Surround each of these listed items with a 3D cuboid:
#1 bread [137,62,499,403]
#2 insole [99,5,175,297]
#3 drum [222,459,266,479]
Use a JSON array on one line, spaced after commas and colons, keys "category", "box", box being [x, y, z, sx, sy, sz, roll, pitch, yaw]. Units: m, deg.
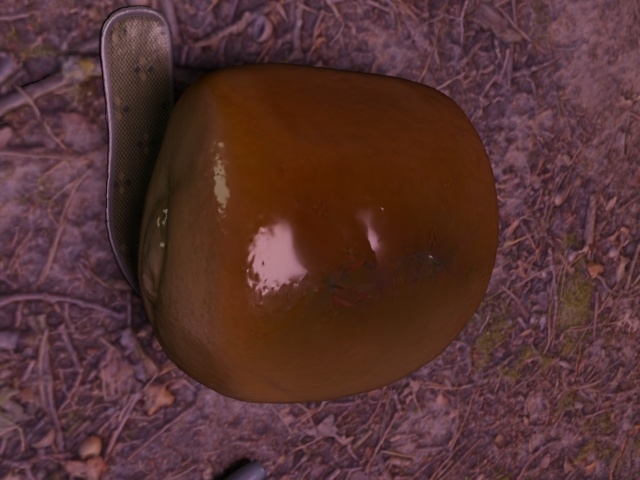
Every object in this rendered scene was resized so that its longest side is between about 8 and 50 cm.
[{"category": "bread", "box": [0.000, 0.000, 1.009, 0.376, 0.253, 0.348, 1, 106, -35]}, {"category": "insole", "box": [-0.178, -0.080, 1.015, 0.109, 0.007, 0.322, -14, 113, -32]}, {"category": "drum", "box": [-0.168, 0.359, 1.134, 0.253, 0.049, 0.130, -18, 114, -29]}]
